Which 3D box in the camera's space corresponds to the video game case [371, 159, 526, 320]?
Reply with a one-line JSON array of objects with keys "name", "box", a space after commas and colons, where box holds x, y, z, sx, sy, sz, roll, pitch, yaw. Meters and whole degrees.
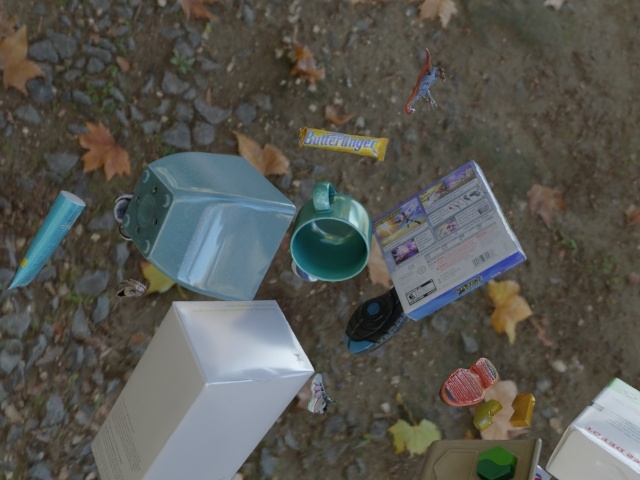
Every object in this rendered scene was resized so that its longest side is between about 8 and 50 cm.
[{"name": "video game case", "box": [0.262, 0.000, 1.654, 0.061, 0.269, 0.244, 33, 31, -51]}]

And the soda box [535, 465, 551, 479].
[{"name": "soda box", "box": [0.358, 0.481, 1.456, 0.069, 0.216, 0.074, 36, 59, 26]}]

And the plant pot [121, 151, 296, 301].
[{"name": "plant pot", "box": [-0.252, -0.042, 1.608, 0.252, 0.247, 0.248, 12, 23, -43]}]

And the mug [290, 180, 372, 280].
[{"name": "mug", "box": [0.025, -0.023, 1.268, 0.129, 0.158, 0.097, 23, 37, -8]}]

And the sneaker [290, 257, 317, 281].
[{"name": "sneaker", "box": [0.000, 0.000, 1.824, 0.080, 0.081, 0.211, 8, 110, -30]}]

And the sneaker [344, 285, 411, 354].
[{"name": "sneaker", "box": [0.209, 0.175, 1.998, 0.341, 0.139, 0.125, -44, 52, 1]}]

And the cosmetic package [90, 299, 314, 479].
[{"name": "cosmetic package", "box": [-0.193, 0.267, 1.220, 0.196, 0.366, 0.155, 4, 41, -41]}]

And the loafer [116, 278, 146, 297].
[{"name": "loafer", "box": [-0.428, 0.113, 1.767, 0.045, 0.125, 0.039, 39, 70, -23]}]

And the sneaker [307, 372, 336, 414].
[{"name": "sneaker", "box": [0.009, 0.380, 1.922, 0.038, 0.069, 0.098, -7, 107, -59]}]

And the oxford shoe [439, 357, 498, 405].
[{"name": "oxford shoe", "box": [0.368, 0.385, 2.026, 0.271, 0.098, 0.097, -8, 61, -54]}]

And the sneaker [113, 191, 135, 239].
[{"name": "sneaker", "box": [-0.459, -0.064, 1.936, 0.153, 0.268, 0.101, -9, 79, -48]}]

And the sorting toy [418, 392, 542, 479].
[{"name": "sorting toy", "box": [0.266, 0.387, 1.349, 0.041, 0.229, 0.307, 54, 42, -26]}]

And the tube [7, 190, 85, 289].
[{"name": "tube", "box": [-0.520, 0.005, 1.485, 0.052, 0.080, 0.207, 34, 96, 8]}]

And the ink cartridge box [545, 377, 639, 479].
[{"name": "ink cartridge box", "box": [0.568, 0.391, 1.447, 0.198, 0.115, 0.272, 34, 29, 27]}]

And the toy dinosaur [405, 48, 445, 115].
[{"name": "toy dinosaur", "box": [0.159, -0.240, 1.237, 0.082, 0.047, 0.090, -33, 79, 0]}]

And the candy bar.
[{"name": "candy bar", "box": [0.038, -0.172, 1.377, 0.161, 0.018, 0.040, 11, 90, 13]}]
